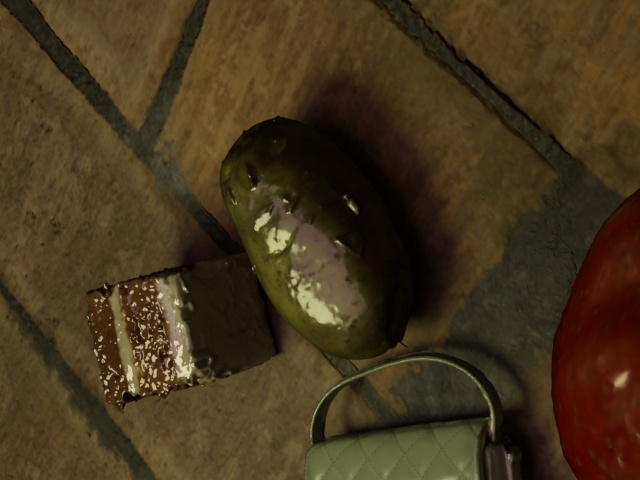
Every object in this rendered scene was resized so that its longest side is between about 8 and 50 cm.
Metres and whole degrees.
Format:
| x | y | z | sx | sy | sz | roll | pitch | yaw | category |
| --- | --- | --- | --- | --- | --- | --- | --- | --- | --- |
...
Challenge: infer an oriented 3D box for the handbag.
| x | y | z | sx | sy | sz | roll | pitch | yaw | category |
| --- | --- | --- | --- | --- | --- | --- | --- | --- | --- |
| 0.078 | 0.214 | 1.436 | 0.256 | 0.079 | 0.219 | -14 | 86 | 45 | handbag |

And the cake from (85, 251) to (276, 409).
| x | y | z | sx | sy | sz | roll | pitch | yaw | category |
| --- | --- | --- | --- | --- | --- | --- | --- | --- | --- |
| -0.137 | 0.090 | 1.586 | 0.147 | 0.135 | 0.134 | -10 | 92 | 42 | cake |

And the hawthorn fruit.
| x | y | z | sx | sy | sz | roll | pitch | yaw | category |
| --- | --- | --- | --- | --- | --- | --- | --- | --- | --- |
| 0.279 | 0.099 | 1.084 | 0.287 | 0.287 | 0.330 | 63 | 150 | 14 | hawthorn fruit |

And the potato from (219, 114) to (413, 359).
| x | y | z | sx | sy | sz | roll | pitch | yaw | category |
| --- | --- | --- | --- | --- | --- | --- | --- | --- | --- |
| 0.000 | 0.000 | 1.438 | 0.251 | 0.113 | 0.149 | 52 | 125 | 12 | potato |
